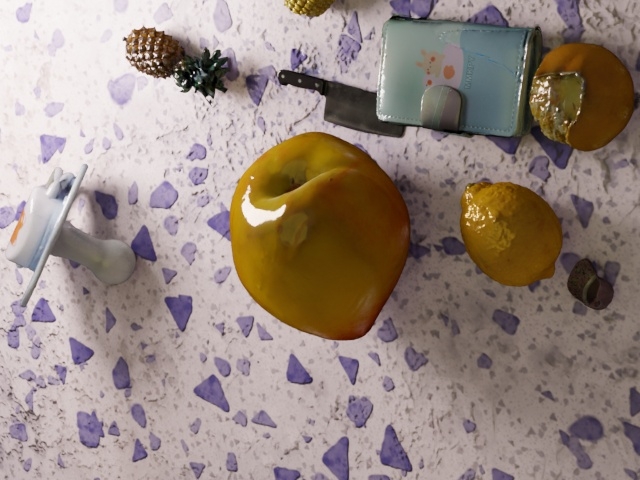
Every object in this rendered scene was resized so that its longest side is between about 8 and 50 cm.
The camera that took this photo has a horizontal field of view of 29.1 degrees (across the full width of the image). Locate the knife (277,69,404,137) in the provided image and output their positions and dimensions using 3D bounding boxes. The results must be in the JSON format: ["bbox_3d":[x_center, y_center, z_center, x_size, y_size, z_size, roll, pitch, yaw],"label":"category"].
[{"bbox_3d":[0.031,-0.225,2.029,0.245,0.019,0.072,20,111,26],"label":"knife"}]

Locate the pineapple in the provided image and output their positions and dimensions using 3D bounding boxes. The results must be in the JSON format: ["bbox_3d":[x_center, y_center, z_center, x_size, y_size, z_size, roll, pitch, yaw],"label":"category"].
[{"bbox_3d":[-0.259,-0.319,2.157,0.221,0.083,0.103,27,114,23],"label":"pineapple"}]

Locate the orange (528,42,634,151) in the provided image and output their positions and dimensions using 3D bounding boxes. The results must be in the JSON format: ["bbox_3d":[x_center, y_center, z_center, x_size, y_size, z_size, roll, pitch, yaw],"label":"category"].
[{"bbox_3d":[0.366,-0.205,1.748,0.156,0.134,0.157,-1,88,28],"label":"orange"}]

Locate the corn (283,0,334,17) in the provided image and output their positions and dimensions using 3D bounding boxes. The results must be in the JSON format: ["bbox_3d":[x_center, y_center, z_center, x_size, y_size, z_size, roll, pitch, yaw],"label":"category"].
[{"bbox_3d":[0.031,-0.459,1.942,0.081,0.081,0.248,44,119,18],"label":"corn"}]

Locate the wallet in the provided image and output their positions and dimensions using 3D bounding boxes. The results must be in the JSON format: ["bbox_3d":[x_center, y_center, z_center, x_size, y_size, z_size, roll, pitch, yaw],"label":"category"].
[{"bbox_3d":[0.207,-0.247,1.875,0.250,0.075,0.176,12,103,32],"label":"wallet"}]

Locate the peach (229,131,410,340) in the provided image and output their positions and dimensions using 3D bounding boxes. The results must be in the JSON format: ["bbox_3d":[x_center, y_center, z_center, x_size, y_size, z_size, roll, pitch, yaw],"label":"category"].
[{"bbox_3d":[-0.002,-0.002,1.955,0.288,0.289,0.308,9,143,31],"label":"peach"}]

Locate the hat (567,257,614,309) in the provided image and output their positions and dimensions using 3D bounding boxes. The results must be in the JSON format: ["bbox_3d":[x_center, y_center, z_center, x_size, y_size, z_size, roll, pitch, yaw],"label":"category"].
[{"bbox_3d":[0.407,0.067,1.838,0.058,0.042,0.087,-59,34,24],"label":"hat"}]

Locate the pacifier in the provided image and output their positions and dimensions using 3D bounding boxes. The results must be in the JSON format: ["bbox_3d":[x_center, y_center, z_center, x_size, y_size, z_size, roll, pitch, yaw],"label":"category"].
[{"bbox_3d":[-0.454,0.005,2.313,0.233,0.244,0.299,27,113,-8],"label":"pacifier"}]

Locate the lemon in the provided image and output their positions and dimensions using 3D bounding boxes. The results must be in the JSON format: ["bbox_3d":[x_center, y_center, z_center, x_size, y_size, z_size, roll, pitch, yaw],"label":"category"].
[{"bbox_3d":[0.281,-0.015,1.837,0.187,0.142,0.142,49,121,9],"label":"lemon"}]
